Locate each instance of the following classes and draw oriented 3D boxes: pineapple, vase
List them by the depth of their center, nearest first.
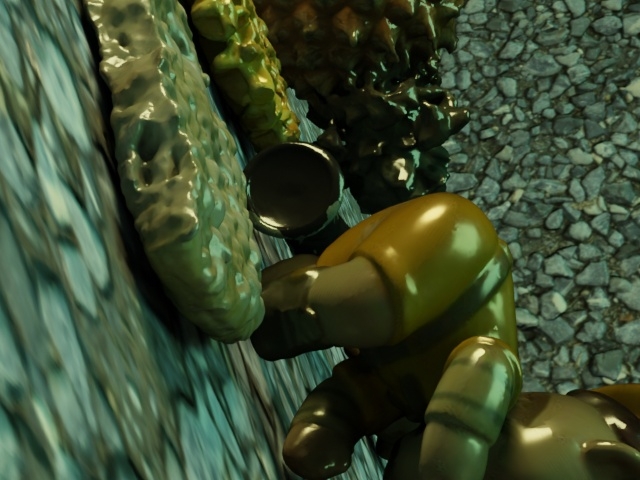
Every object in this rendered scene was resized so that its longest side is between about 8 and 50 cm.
[{"bbox_3d":[0.000,0.000,0.938,0.167,0.059,0.059,58,11,-67],"label":"vase"},{"bbox_3d":[0.035,-0.155,1.339,0.223,0.223,0.357,8,69,-85],"label":"pineapple"}]

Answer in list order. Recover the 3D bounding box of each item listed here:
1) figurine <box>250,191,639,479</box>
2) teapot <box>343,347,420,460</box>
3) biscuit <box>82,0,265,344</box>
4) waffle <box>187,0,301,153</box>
[{"bbox_3d":[0.082,0.102,0.698,0.192,0.167,0.257,-2,-66,66],"label":"figurine"},{"bbox_3d":[0.044,0.106,1.123,0.110,0.085,0.080,37,8,36],"label":"teapot"},{"bbox_3d":[-0.055,-0.044,0.630,0.250,0.032,0.133,-108,176,-45],"label":"biscuit"},{"bbox_3d":[-0.056,-0.133,1.030,0.191,0.038,0.191,-21,90,-86],"label":"waffle"}]
